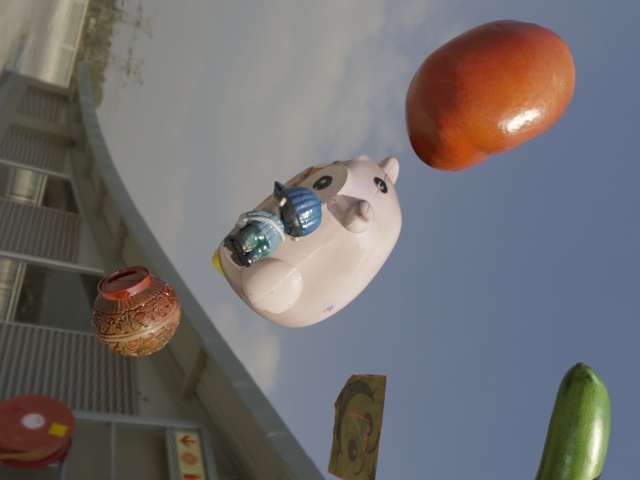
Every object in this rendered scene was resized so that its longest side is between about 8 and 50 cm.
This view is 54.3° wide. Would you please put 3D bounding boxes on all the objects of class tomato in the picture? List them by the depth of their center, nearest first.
[{"bbox_3d":[0.235,-0.212,0.917,0.180,0.260,0.260,60,-32,0],"label":"tomato"}]

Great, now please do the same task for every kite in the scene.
[{"bbox_3d":[0.095,0.500,1.615,0.377,0.013,0.327,-65,-155,24],"label":"kite"}]

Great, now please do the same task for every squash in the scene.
[{"bbox_3d":[0.451,0.416,1.137,0.107,0.107,0.395,-145,-117,-64],"label":"squash"}]

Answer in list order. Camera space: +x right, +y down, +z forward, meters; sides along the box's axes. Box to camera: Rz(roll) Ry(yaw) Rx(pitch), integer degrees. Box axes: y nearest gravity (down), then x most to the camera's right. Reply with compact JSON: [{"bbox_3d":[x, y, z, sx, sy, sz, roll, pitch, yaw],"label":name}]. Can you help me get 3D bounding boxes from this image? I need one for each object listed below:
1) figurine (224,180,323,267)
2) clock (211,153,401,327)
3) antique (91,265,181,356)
[{"bbox_3d":[-0.055,-0.022,0.801,0.079,0.077,0.136,1,-145,37],"label":"figurine"},{"bbox_3d":[0.000,0.000,1.263,0.377,0.250,0.368,-33,-166,34],"label":"clock"},{"bbox_3d":[-0.209,0.085,0.711,0.104,0.104,0.104,-41,-137,52],"label":"antique"}]
